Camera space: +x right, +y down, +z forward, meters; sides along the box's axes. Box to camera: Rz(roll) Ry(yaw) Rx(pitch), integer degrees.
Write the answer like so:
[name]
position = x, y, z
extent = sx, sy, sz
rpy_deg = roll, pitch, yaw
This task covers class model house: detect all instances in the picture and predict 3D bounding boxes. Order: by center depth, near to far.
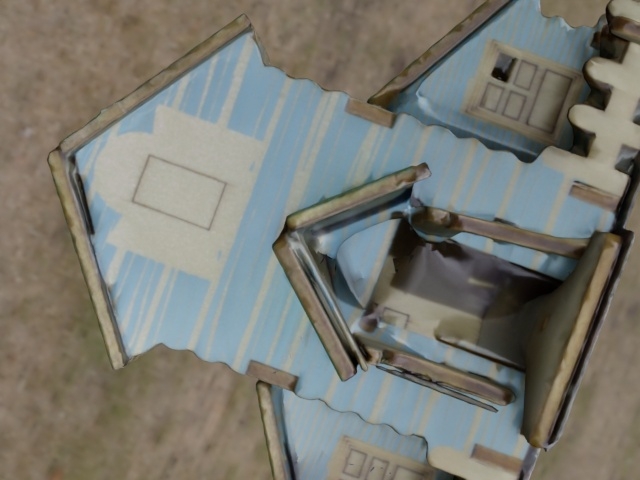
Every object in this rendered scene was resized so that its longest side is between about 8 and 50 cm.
[model house]
position = 0.000, 0.000, 0.603
extent = 0.178, 0.206, 0.271
rpy_deg = -39, 150, -85
